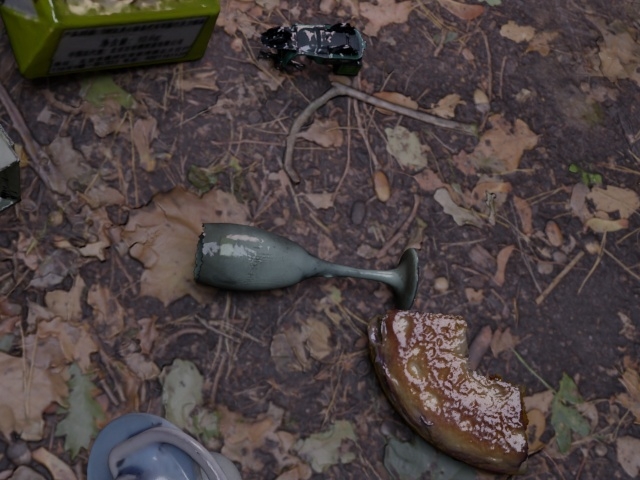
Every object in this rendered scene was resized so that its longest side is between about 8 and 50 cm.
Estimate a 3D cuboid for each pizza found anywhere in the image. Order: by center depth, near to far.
[{"bbox_3d":[0.187,0.211,1.474,0.161,0.085,0.305,-44,84,-2],"label":"pizza"}]

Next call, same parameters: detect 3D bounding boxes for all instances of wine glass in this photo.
[{"bbox_3d":[0.000,0.000,1.400,0.309,0.264,0.096,9,62,-12],"label":"wine glass"}]

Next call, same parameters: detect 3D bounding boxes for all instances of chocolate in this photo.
[{"bbox_3d":[-0.312,-0.399,1.483,0.300,0.137,0.289,-14,83,-33],"label":"chocolate"}]

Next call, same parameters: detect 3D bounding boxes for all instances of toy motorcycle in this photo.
[{"bbox_3d":[-0.013,-0.293,1.595,0.173,0.100,0.058,1,70,-18],"label":"toy motorcycle"}]

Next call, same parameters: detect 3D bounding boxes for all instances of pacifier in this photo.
[{"bbox_3d":[-0.161,0.332,1.306,0.279,0.227,0.207,60,28,10],"label":"pacifier"}]

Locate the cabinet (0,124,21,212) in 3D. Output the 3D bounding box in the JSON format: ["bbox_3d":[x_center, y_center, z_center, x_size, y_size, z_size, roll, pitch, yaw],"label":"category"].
[{"bbox_3d":[-0.504,-0.128,1.371,0.150,0.145,0.206,-34,83,-24],"label":"cabinet"}]
